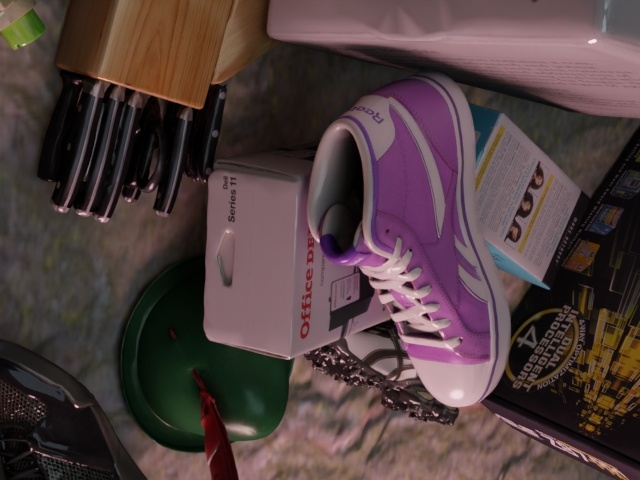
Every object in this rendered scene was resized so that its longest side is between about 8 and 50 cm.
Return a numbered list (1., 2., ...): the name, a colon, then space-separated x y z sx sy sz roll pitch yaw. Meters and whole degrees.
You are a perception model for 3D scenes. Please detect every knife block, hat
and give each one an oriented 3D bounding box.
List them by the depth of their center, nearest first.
1. knife block: -0.152 -0.163 1.060 0.242 0.088 0.275 -36 119 -21
2. hat: -0.051 0.129 1.139 0.173 0.183 0.208 -14 109 -29

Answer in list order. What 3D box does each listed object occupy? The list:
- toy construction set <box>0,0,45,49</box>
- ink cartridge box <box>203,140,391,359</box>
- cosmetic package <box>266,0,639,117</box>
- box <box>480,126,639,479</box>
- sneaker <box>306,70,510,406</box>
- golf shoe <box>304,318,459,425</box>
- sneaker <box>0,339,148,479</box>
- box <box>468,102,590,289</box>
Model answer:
1. toy construction set: -0.293 -0.211 0.925 0.215 0.151 0.327 -52 134 -40
2. ink cartridge box: 0.000 0.000 1.151 0.208 0.087 0.153 -17 114 -55
3. cosmetic package: 0.224 -0.277 1.073 0.394 0.329 0.327 6 93 -43
4. box: 0.357 0.044 1.293 0.097 0.318 0.395 42 80 -33
5. sneaker: 0.057 0.023 1.082 0.161 0.102 0.282 -32 114 -47
6. golf shoe: 0.060 0.099 1.276 0.198 0.077 0.094 32 74 -40
7. sneaker: -0.221 0.187 1.088 0.130 0.087 0.227 -58 133 -41
8. box: 0.164 -0.038 1.249 0.244 0.060 0.100 31 82 -58
